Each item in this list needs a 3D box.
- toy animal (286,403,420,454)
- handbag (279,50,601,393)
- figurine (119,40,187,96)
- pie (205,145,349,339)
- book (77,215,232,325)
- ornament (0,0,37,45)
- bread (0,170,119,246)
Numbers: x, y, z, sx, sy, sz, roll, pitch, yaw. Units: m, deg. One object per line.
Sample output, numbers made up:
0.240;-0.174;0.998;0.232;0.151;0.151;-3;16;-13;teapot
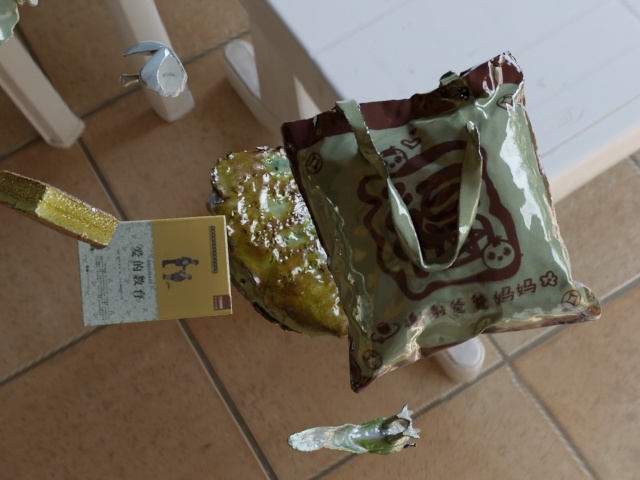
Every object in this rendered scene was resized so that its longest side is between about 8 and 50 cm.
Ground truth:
0.055;0.200;0.927;0.075;0.216;0.041;-27;66;26;toy animal
0.095;-0.014;0.731;0.212;0.127;0.235;-17;89;13;handbag
-0.244;-0.252;1.314;0.086;0.094;0.082;6;98;43;figurine
0.000;0.000;1.267;0.355;0.103;0.288;46;52;10;pie
-0.192;0.034;1.035;0.172;0.012;0.118;-4;92;-12;book
-0.313;-0.219;0.832;0.092;0.069;0.041;4;39;-16;ornament
-0.254;-0.030;0.847;0.090;0.094;0.035;17;80;38;bread
